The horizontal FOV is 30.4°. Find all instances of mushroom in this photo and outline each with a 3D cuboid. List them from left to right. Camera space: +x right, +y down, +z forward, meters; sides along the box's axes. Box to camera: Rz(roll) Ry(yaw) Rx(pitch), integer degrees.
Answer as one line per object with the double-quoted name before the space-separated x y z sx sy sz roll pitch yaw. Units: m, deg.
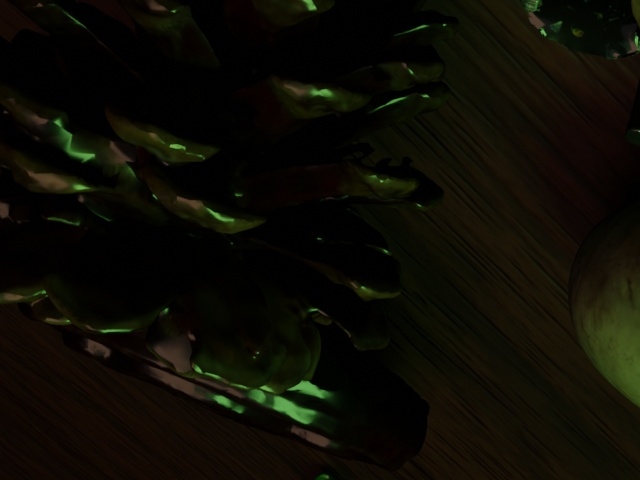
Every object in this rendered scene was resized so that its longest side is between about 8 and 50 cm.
"mushroom" 0.283 0.041 0.863 0.189 0.195 0.254 37 180 22

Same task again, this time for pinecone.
"pinecone" -0.057 -0.106 0.801 0.384 0.384 0.384 17 138 15

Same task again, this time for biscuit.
"biscuit" -0.093 0.116 1.097 0.407 0.091 0.407 22 168 5

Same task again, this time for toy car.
"toy car" 0.194 -0.205 0.751 0.095 0.056 0.205 21 135 11

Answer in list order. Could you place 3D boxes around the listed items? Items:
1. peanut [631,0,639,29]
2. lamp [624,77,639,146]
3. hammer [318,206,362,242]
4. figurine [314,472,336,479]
"peanut" 0.235 -0.205 0.587 0.152 0.152 0.313 19 145 13
"lamp" 0.339 -0.084 0.744 0.172 0.147 0.227 33 150 -23
"hammer" 0.000 0.000 1.112 0.029 0.014 0.123 49 140 -8
"figurine" 0.023 0.355 1.387 0.095 0.115 0.156 -2 130 18
